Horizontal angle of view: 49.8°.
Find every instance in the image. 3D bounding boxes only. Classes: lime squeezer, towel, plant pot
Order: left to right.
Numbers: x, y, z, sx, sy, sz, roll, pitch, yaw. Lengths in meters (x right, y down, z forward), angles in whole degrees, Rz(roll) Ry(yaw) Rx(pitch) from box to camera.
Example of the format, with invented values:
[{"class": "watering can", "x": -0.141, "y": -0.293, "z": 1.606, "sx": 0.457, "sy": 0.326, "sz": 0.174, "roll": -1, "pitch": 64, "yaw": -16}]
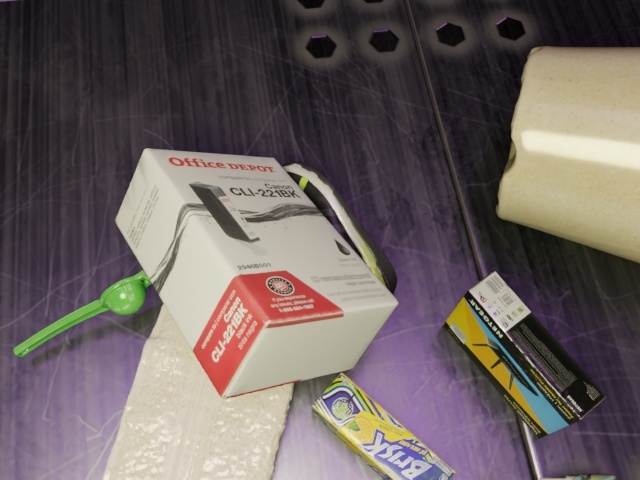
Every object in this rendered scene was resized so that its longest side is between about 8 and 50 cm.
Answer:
[{"class": "lime squeezer", "x": -0.205, "y": 0.087, "z": 0.811, "sx": 0.310, "sy": 0.059, "sz": 0.110, "roll": 0, "pitch": 88, "yaw": 8}, {"class": "towel", "x": -0.127, "y": 0.189, "z": 0.809, "sx": 0.187, "sy": 0.049, "sz": 0.282, "roll": 12, "pitch": 66, "yaw": 3}, {"class": "plant pot", "x": 0.389, "y": -0.107, "z": 0.848, "sx": 0.305, "sy": 0.334, "sz": 0.334, "roll": 12, "pitch": 65, "yaw": 15}]

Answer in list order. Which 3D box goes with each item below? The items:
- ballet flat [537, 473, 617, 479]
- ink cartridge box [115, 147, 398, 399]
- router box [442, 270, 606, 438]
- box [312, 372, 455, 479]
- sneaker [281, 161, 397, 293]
[{"class": "ballet flat", "x": 0.249, "y": 0.305, "z": 0.771, "sx": 0.188, "sy": 0.070, "sz": 0.070, "roll": -31, "pitch": 71, "yaw": -19}, {"class": "ink cartridge box", "x": -0.078, "y": 0.022, "z": 0.774, "sx": 0.197, "sy": 0.114, "sz": 0.273, "roll": -2, "pitch": 42, "yaw": -45}, {"class": "router box", "x": 0.229, "y": 0.137, "z": 0.804, "sx": 0.046, "sy": 0.133, "sz": 0.179, "roll": -33, "pitch": 71, "yaw": -17}, {"class": "box", "x": 0.069, "y": 0.232, "z": 0.793, "sx": 0.169, "sy": 0.059, "sz": 0.054, "roll": 39, "pitch": 72, "yaw": 14}, {"class": "sneaker", "x": 0.000, "y": 0.000, "z": 0.881, "sx": 0.097, "sy": 0.084, "sz": 0.235, "roll": -34, "pitch": 72, "yaw": -15}]
